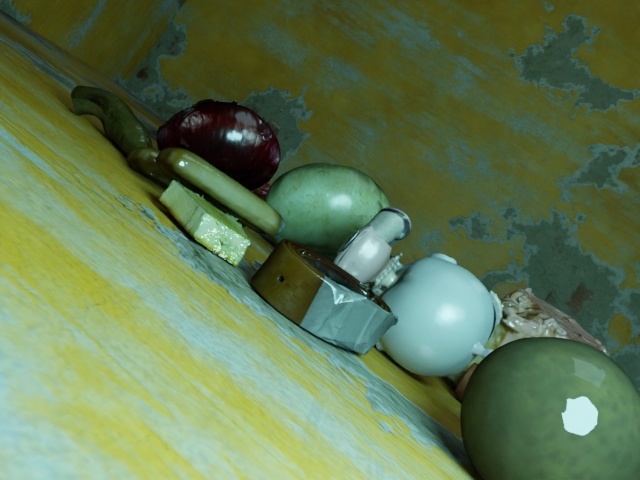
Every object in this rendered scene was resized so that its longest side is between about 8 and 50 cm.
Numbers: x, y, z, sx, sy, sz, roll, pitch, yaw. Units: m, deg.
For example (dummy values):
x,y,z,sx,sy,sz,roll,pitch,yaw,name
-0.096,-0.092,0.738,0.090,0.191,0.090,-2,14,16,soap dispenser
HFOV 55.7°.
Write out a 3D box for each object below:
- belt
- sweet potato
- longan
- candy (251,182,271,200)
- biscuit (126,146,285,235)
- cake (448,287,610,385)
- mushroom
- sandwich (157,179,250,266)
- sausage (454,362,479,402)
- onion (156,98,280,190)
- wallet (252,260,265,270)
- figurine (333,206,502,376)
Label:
x,y,z,sx,sy,sz,roll,pitch,yaw,name
0.012,0.097,1.016,0.261,0.105,0.184,35,5,-30,belt
-0.449,-0.245,1.338,0.112,0.085,0.285,-18,59,-44,sweet potato
0.316,0.261,0.829,0.258,0.258,0.258,37,3,-2,longan
-0.215,-0.201,1.712,0.124,0.124,0.365,40,-20,44,candy
-0.226,-0.101,1.216,0.291,0.062,0.237,33,-13,-35,biscuit
0.510,0.300,1.483,0.307,0.293,0.314,39,20,24,cake
0.021,-0.072,1.600,0.353,0.260,0.352,6,-23,3,mushroom
-0.174,-0.013,1.060,0.162,0.058,0.193,41,3,34,sandwich
0.414,0.373,1.297,0.259,0.113,0.114,37,3,28,sausage
-0.247,-0.209,1.475,0.314,0.232,0.314,2,-22,1,onion
-0.084,0.064,1.170,0.061,0.025,0.122,31,2,19,wallet
0.175,0.125,1.216,0.361,0.253,0.211,40,12,-2,figurine
